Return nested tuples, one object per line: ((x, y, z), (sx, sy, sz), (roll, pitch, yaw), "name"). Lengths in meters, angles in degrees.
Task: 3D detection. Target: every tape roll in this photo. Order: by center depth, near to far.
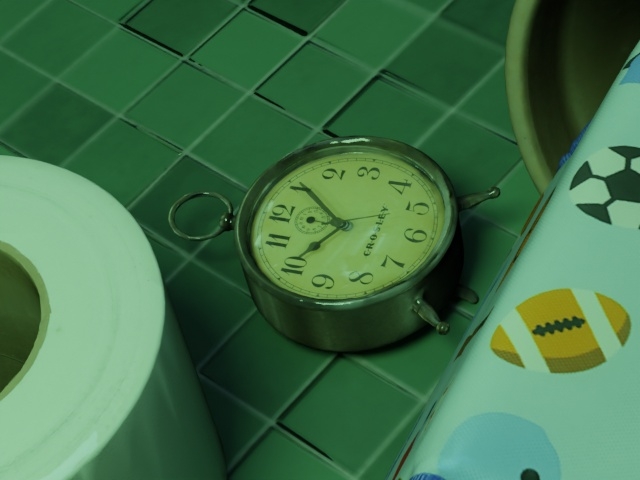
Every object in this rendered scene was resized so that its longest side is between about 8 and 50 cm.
((-0.182, 0.098, 0.919), (0.246, 0.169, 0.246), (-5, 49, 6), "tape roll")

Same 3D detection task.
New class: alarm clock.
((0.000, 0.000, 1.033), (0.192, 0.064, 0.129), (12, 54, 18), "alarm clock")

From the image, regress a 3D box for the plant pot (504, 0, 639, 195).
((0.267, -0.114, 0.981), (0.263, 0.263, 0.229), (20, 38, 25), "plant pot")

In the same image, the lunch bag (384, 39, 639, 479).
((0.232, 0.131, 0.760), (0.385, 0.239, 0.328), (29, 57, 4), "lunch bag")
